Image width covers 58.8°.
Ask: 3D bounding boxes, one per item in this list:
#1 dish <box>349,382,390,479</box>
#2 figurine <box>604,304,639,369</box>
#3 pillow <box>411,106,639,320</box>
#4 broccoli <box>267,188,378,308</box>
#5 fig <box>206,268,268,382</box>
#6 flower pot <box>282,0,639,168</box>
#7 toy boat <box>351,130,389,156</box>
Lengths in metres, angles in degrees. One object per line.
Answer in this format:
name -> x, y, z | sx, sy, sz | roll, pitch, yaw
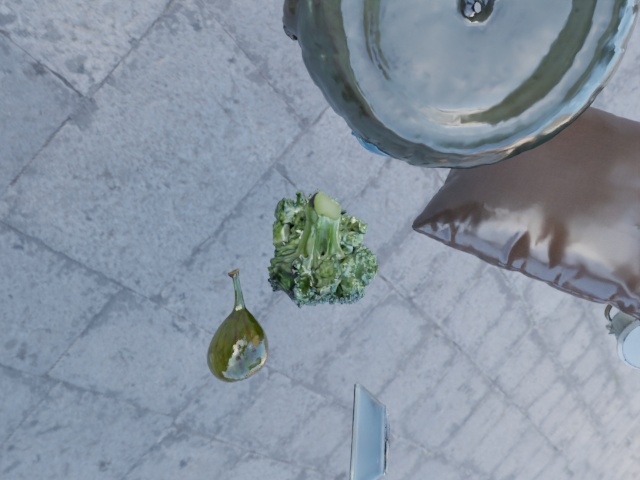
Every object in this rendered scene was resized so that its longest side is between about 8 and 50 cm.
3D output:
dish -> 0.124, 0.481, 1.365 | 0.182, 0.080, 0.243 | 69, 24, -60
figurine -> 0.672, 0.184, 1.217 | 0.132, 0.153, 0.132 | 1, 111, 3
pillow -> 0.312, -0.069, 0.754 | 0.108, 0.306, 0.307 | 87, 28, -57
broccoli -> 0.003, 0.024, 1.546 | 0.277, 0.317, 0.338 | 9, 78, -7
fig -> -0.206, 0.200, 1.346 | 0.151, 0.151, 0.259 | -6, 85, -38
flower pot -> 0.110, -0.222, 0.493 | 0.302, 0.213, 0.301 | 3, 117, 7
toy boat -> 0.178, -0.270, 1.514 | 0.215, 0.102, 0.088 | 5, 111, -29
